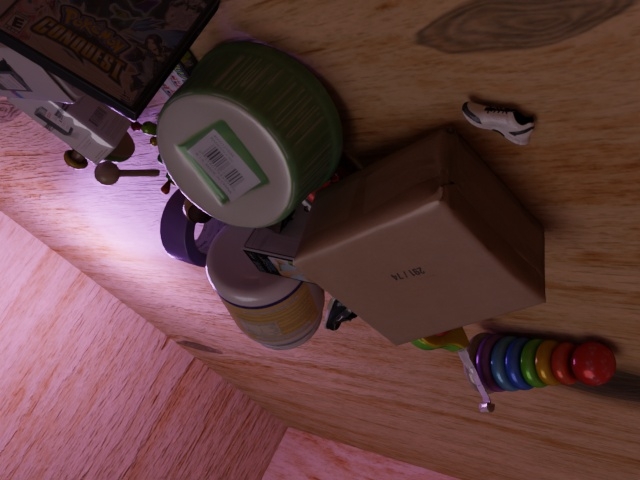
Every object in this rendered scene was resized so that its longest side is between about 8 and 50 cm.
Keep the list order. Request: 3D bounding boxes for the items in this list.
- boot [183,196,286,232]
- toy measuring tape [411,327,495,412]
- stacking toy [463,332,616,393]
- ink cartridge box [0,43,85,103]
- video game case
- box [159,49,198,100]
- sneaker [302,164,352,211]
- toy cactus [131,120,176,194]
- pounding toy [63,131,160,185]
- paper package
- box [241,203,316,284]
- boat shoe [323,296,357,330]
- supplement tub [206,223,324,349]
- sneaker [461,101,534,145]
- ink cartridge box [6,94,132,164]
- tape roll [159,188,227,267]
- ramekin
[{"bbox_3d":[-0.175,-0.061,1.603,0.207,0.090,0.248,30,153,3],"label":"boot"},{"bbox_3d":[0.265,0.239,1.690,0.330,0.121,0.121,66,156,7],"label":"toy measuring tape"},{"bbox_3d":[0.473,0.266,1.665,0.141,0.141,0.330,42,150,-27],"label":"stacking toy"},{"bbox_3d":[-0.491,-0.365,1.331,0.306,0.226,0.131,10,152,36],"label":"ink cartridge box"},{"bbox_3d":[-0.330,-0.344,1.157,0.275,0.248,0.035,31,155,-4],"label":"video game case"},{"bbox_3d":[-0.263,-0.301,1.442,0.114,0.036,0.207,13,152,32],"label":"box"},{"bbox_3d":[-0.007,-0.127,1.430,0.279,0.107,0.118,31,152,-5],"label":"sneaker"},{"bbox_3d":[-0.296,-0.182,1.669,0.180,0.112,0.219,-3,134,36],"label":"toy cactus"},{"bbox_3d":[-0.499,-0.191,1.703,0.237,0.110,0.183,48,-158,15],"label":"pounding toy"},{"bbox_3d":[0.172,0.010,1.313,0.325,0.168,0.309,-23,128,39],"label":"paper package"},{"bbox_3d":[0.000,0.000,1.602,0.290,0.169,0.087,12,150,37],"label":"box"},{"bbox_3d":[0.057,0.192,2.035,0.079,0.084,0.233,27,154,6],"label":"boat shoe"},{"bbox_3d":[-0.120,0.108,1.864,0.241,0.241,0.331,20,155,21],"label":"supplement tub"},{"bbox_3d":[0.257,-0.179,1.110,0.109,0.040,0.044,23,140,5],"label":"sneaker"},{"bbox_3d":[-0.491,-0.284,1.564,0.218,0.158,0.092,40,135,-22],"label":"ink cartridge box"},{"bbox_3d":[-0.284,-0.036,1.821,0.080,0.189,0.189,15,153,29],"label":"tape roll"},{"bbox_3d":[-0.128,-0.166,1.307,0.303,0.148,0.303,18,135,19],"label":"ramekin"}]
